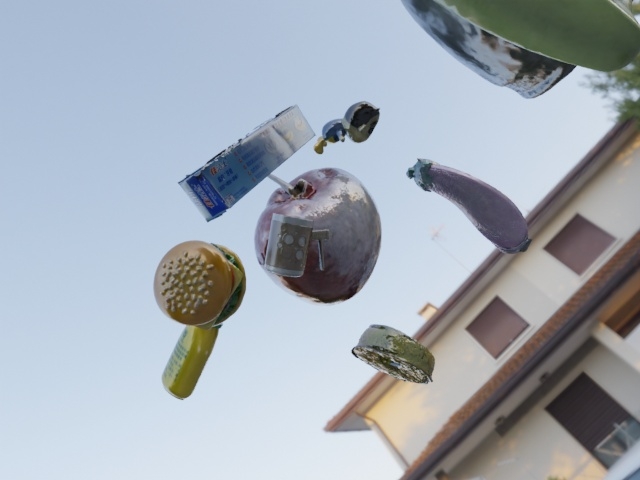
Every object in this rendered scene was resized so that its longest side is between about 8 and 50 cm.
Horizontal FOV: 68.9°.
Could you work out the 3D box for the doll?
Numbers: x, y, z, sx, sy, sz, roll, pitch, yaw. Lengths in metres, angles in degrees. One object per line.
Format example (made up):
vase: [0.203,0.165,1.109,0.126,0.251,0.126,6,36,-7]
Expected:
doll: [0.068,-0.261,1.102,0.179,0.102,0.089,-30,-69,29]

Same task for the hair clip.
hair clip: [0.381,-0.104,1.180,0.110,0.358,0.095,-52,-24,12]

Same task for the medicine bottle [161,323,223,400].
medicine bottle: [-0.267,0.203,1.054,0.076,0.111,0.309,23,-87,-42]

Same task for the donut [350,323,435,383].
donut: [0.230,0.343,1.429,0.107,0.271,0.272,-64,-32,-21]

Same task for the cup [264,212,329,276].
cup: [-0.045,0.010,0.806,0.102,0.074,0.099,8,-85,-46]

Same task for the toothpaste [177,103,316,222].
toothpaste: [-0.094,-0.124,0.682,0.066,0.053,0.272,57,-143,-16]

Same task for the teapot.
teapot: [0.145,-0.248,0.412,0.239,0.239,0.322,114,179,-72]

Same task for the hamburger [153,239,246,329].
hamburger: [-0.212,0.077,0.818,0.162,0.162,0.115,-47,-17,6]

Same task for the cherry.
cherry: [0.006,-0.010,1.132,0.335,0.291,0.327,38,-114,-46]
